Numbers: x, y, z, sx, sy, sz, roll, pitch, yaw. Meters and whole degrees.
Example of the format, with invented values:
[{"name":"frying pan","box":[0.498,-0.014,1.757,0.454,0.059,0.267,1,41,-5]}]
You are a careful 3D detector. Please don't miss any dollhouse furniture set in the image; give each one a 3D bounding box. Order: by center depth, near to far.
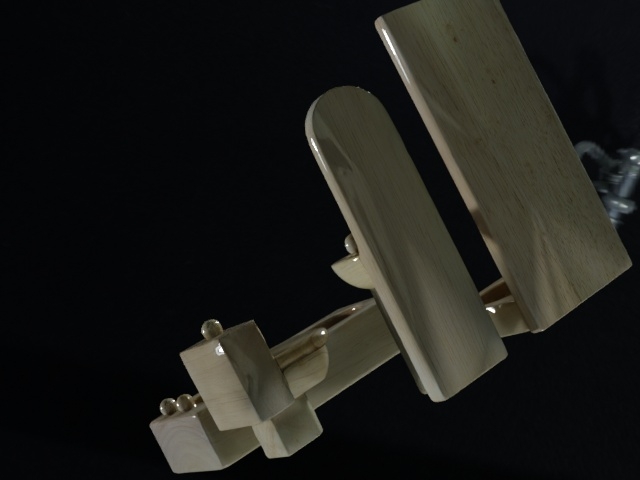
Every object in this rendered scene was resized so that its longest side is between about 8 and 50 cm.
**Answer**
[{"name":"dollhouse furniture set","box":[0.000,0.000,0.391,0.151,0.144,0.123,-24,-87,56]}]
